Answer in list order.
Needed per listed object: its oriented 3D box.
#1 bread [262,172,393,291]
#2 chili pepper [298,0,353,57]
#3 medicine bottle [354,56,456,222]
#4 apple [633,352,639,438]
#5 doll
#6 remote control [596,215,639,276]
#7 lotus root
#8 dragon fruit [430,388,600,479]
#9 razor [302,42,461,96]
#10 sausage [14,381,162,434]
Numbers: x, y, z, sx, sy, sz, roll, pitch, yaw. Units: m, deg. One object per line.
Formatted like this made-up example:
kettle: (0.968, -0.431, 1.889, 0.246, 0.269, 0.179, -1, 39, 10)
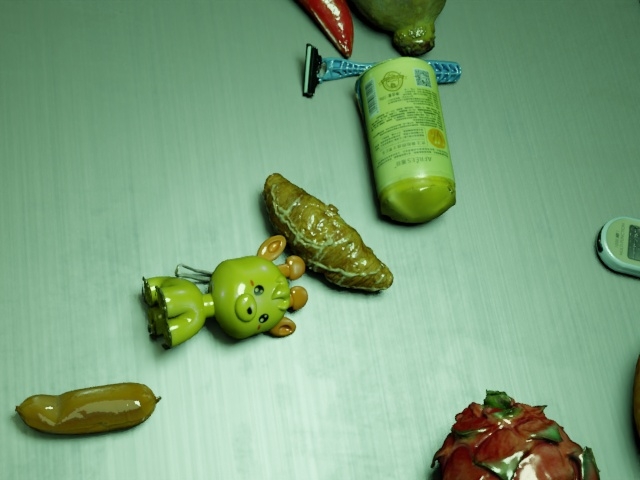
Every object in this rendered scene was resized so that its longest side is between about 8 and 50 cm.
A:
bread: (0.000, 0.000, 1.330, 0.233, 0.105, 0.076, 40, 66, 3)
chili pepper: (-0.086, -0.430, 1.499, 0.368, 0.092, 0.137, 28, 78, 5)
medicine bottle: (0.129, -0.142, 1.403, 0.124, 0.124, 0.239, -4, 70, -11)
apple: (0.556, 0.216, 1.270, 0.286, 0.233, 0.286, 4, 71, -11)
doll: (-0.119, 0.079, 1.281, 0.221, 0.135, 0.143, -14, 104, -20)
remote control: (0.534, 0.026, 1.443, 0.244, 0.047, 0.087, 14, 70, -4)
lotus root: (0.108, -0.438, 1.505, 0.173, 0.173, 0.309, -25, 82, -18)
dragon fruit: (0.250, 0.320, 1.201, 0.192, 0.193, 0.274, -1, 66, -41)
razor: (0.097, -0.266, 1.487, 0.253, 0.042, 0.082, -1, 111, -11)
sausage: (-0.295, 0.218, 1.222, 0.183, 0.054, 0.062, -7, 38, -10)
